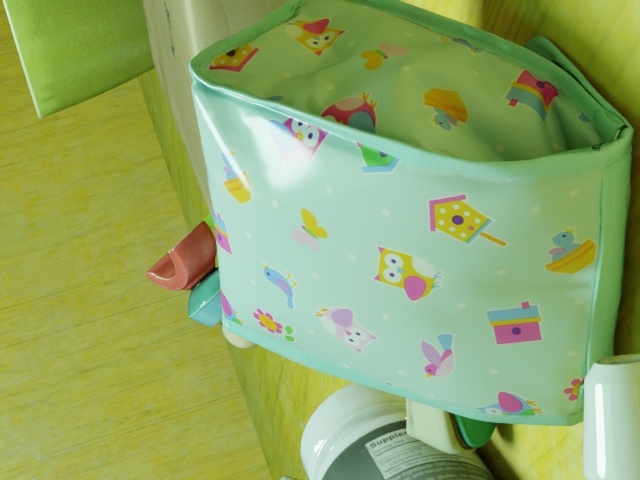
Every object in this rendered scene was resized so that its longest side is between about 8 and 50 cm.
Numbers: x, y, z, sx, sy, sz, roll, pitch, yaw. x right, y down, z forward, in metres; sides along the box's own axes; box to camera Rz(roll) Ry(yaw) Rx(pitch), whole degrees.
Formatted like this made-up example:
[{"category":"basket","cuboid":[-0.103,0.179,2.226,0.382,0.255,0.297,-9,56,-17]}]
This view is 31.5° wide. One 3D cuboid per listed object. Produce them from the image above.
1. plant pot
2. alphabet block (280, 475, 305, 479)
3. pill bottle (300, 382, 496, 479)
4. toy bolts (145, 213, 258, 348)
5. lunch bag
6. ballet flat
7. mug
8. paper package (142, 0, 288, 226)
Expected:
[{"category":"plant pot","cuboid":[-0.227,-0.313,1.339,0.275,0.293,0.275,164,90,-79]},{"category":"alphabet block","cuboid":[0.034,0.378,1.159,0.193,0.197,0.192,89,-165,-55]},{"category":"pill bottle","cuboid":[0.086,0.252,0.988,0.283,0.161,0.161,-126,23,-58]},{"category":"toy bolts","cuboid":[-0.071,0.017,1.384,0.158,0.228,0.218,48,145,-5]},{"category":"lunch bag","cuboid":[0.067,-0.015,0.701,0.262,0.160,0.223,21,135,29]},{"category":"ballet flat","cuboid":[0.082,0.063,0.909,0.086,0.086,0.248,-130,26,-63]},{"category":"mug","cuboid":[0.171,0.097,0.637,0.078,0.062,0.064,177,85,-71]},{"category":"paper package","cuboid":[-0.065,-0.219,1.030,0.325,0.168,0.309,86,165,-48]}]
